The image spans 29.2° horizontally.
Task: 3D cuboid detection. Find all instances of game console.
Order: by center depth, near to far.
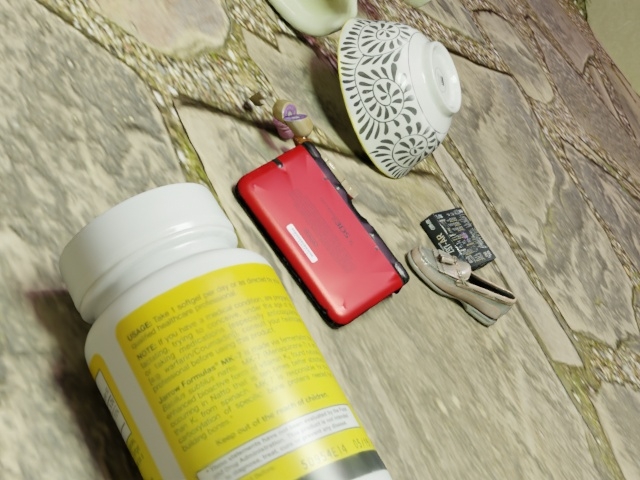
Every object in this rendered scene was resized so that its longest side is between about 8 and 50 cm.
[{"bbox_3d":[0.000,0.000,1.015,0.124,0.085,0.144,-32,82,-34],"label":"game console"}]

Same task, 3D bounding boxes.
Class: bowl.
[{"bbox_3d":[0.091,-0.154,1.236,0.170,0.080,0.170,41,42,-50],"label":"bowl"}]

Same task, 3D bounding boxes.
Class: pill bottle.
[{"bbox_3d":[-0.057,0.080,0.679,0.119,0.119,0.208,1,55,-59],"label":"pill bottle"}]

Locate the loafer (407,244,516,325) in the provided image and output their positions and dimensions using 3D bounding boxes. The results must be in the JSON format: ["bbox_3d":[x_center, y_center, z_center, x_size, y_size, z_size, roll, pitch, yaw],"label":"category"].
[{"bbox_3d":[0.136,0.035,1.165,0.125,0.039,0.045,36,29,-31],"label":"loafer"}]

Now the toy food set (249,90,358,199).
[{"bbox_3d":[-0.011,-0.086,1.072,0.122,0.019,0.078,49,-9,-10],"label":"toy food set"}]

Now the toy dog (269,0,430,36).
[{"bbox_3d":[0.022,-0.435,1.407,0.395,0.285,0.408,34,22,6],"label":"toy dog"}]

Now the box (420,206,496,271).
[{"bbox_3d":[0.141,0.000,1.248,0.067,0.018,0.083,56,25,10],"label":"box"}]
